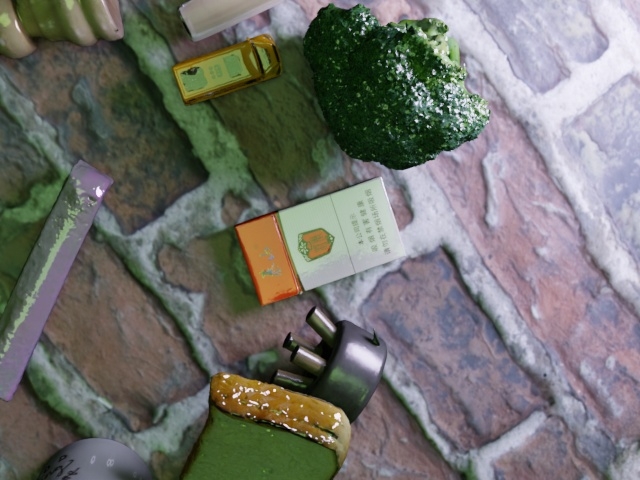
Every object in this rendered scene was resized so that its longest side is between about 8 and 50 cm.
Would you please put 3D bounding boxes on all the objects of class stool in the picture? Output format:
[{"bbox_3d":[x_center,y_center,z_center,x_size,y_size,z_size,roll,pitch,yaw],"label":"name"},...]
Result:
[{"bbox_3d":[0.001,0.214,1.411,0.139,0.153,0.228,30,92,-9],"label":"stool"}]

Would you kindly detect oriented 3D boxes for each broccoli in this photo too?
[{"bbox_3d":[0.111,-0.236,1.345,0.294,0.265,0.245,24,55,-2],"label":"broccoli"}]

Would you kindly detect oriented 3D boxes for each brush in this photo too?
[{"bbox_3d":[-0.065,-0.388,1.395,0.321,0.050,0.060,-28,96,-11],"label":"brush"}]

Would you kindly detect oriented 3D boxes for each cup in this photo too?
[{"bbox_3d":[-0.372,0.444,1.355,0.186,0.234,0.258,44,92,-9],"label":"cup"}]

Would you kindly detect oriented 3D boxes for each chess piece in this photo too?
[{"bbox_3d":[-0.425,-0.325,1.322,0.261,0.143,0.143,-16,98,2],"label":"chess piece"}]

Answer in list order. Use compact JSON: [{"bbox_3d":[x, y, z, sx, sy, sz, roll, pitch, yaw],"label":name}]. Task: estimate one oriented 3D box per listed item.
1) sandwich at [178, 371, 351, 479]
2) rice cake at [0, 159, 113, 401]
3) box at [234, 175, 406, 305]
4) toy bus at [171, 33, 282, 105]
[{"bbox_3d":[-0.085,0.316,1.386,0.226,0.087,0.251,20,133,-3],"label":"sandwich"},{"bbox_3d":[-0.424,0.069,1.390,0.070,0.064,0.399,25,93,-15],"label":"rice cake"},{"bbox_3d":[0.000,0.000,1.448,0.245,0.035,0.139,-18,98,-5],"label":"box"},{"bbox_3d":[-0.139,-0.258,1.382,0.162,0.074,0.069,-19,97,-3],"label":"toy bus"}]
